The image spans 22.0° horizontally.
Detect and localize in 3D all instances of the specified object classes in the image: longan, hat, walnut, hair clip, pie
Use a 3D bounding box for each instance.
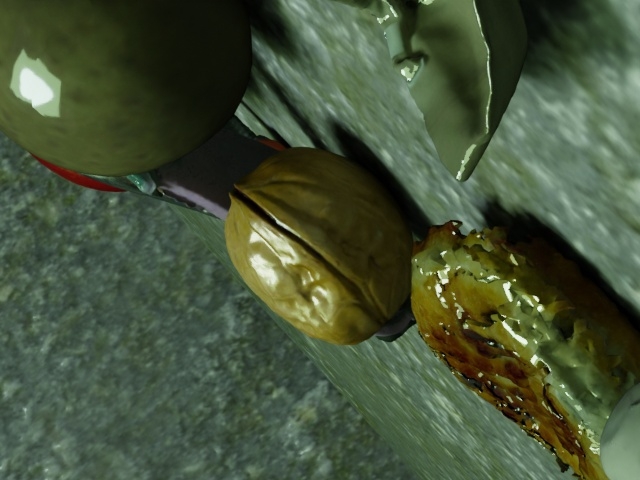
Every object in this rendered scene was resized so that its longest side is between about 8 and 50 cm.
[{"bbox_3d":[-0.169,-0.161,1.275,0.246,0.246,0.215,56,-148,-43],"label":"longan"},{"bbox_3d":[0.056,-0.131,0.813,0.166,0.144,0.173,46,-144,0],"label":"hat"},{"bbox_3d":[0.000,0.000,1.387,0.180,0.144,0.144,38,175,-16],"label":"walnut"},{"bbox_3d":[-0.054,-0.027,1.481,0.358,0.096,0.110,25,-162,-19],"label":"hair clip"},{"bbox_3d":[0.173,0.102,1.160,0.308,0.085,0.308,47,171,10],"label":"pie"}]

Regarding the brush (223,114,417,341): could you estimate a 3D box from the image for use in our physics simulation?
[{"bbox_3d":[-0.019,-0.031,1.626,0.323,0.070,0.051,47,168,16],"label":"brush"}]

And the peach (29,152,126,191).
[{"bbox_3d":[-0.201,-0.150,1.558,0.243,0.199,0.243,48,-179,-1],"label":"peach"}]

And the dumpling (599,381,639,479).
[{"bbox_3d":[0.231,0.120,0.902,0.150,0.092,0.176,27,174,-6],"label":"dumpling"}]
